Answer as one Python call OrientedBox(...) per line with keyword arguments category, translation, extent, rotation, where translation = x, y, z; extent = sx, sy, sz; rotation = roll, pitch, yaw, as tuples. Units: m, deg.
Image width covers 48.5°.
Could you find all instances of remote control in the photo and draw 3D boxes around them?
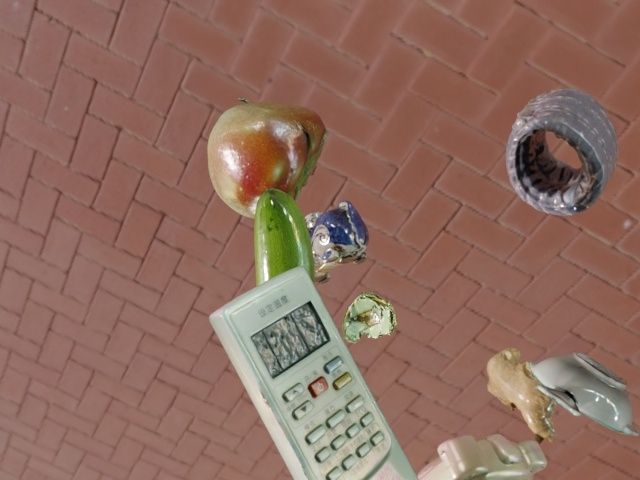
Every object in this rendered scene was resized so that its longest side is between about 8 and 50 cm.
OrientedBox(category="remote control", translation=(0.001, 0.209, 0.876), extent=(0.050, 0.145, 0.344), rotation=(-30, 90, 52))

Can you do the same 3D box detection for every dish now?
OrientedBox(category="dish", translation=(0.481, 0.259, 1.283), extent=(0.224, 0.246, 0.078), rotation=(36, 102, 34))

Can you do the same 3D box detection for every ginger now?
OrientedBox(category="ginger", translation=(0.464, 0.343, 1.597), extent=(0.074, 0.213, 0.138), rotation=(-2, 128, -33))

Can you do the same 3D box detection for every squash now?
OrientedBox(category="squash", translation=(-0.062, 0.105, 1.241), extent=(0.107, 0.107, 0.396), rotation=(0, 95, 12))

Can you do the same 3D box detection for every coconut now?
OrientedBox(category="coconut", translation=(0.127, 0.191, 1.786), extent=(0.158, 0.055, 0.133), rotation=(-5, 93, 32))

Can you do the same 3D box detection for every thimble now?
OrientedBox(category="thimble", translation=(0.490, -0.183, 1.446), extent=(0.205, 0.172, 0.236), rotation=(-16, 116, 48))

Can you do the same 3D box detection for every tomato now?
OrientedBox(category="tomato", translation=(-0.134, -0.207, 1.679), extent=(0.238, 0.303, 0.304), rotation=(27, 126, 7))

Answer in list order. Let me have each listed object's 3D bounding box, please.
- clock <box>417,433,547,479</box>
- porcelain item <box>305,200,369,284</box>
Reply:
OrientedBox(category="clock", translation=(0.358, 0.558, 1.674), extent=(0.309, 0.114, 0.284), rotation=(4, 136, -32))
OrientedBox(category="porcelain item", translation=(0.000, 0.000, 1.807), extent=(0.137, 0.186, 0.288), rotation=(1, 155, -41))
